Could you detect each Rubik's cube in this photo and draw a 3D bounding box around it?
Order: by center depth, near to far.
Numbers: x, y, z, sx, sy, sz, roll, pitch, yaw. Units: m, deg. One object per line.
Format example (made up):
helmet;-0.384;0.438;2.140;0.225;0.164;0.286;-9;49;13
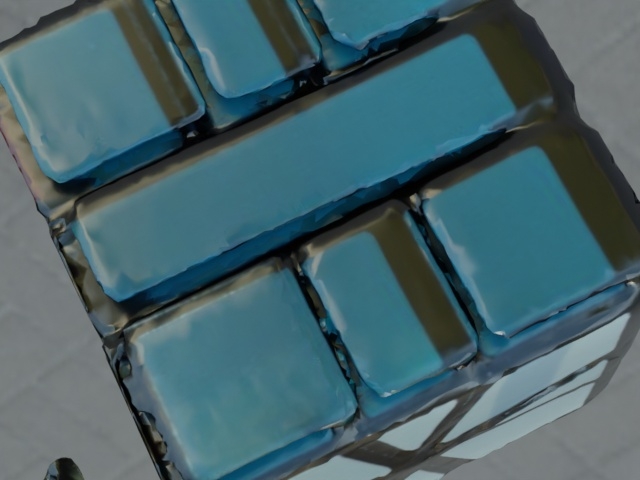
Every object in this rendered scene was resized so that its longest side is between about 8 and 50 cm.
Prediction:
Rubik's cube;0.000;0.000;1.037;0.288;0.283;0.293;-25;166;-4

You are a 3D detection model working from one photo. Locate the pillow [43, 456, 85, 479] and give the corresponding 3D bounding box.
pillow;-0.164;0.326;0.921;0.312;0.310;0.119;55;162;-2
